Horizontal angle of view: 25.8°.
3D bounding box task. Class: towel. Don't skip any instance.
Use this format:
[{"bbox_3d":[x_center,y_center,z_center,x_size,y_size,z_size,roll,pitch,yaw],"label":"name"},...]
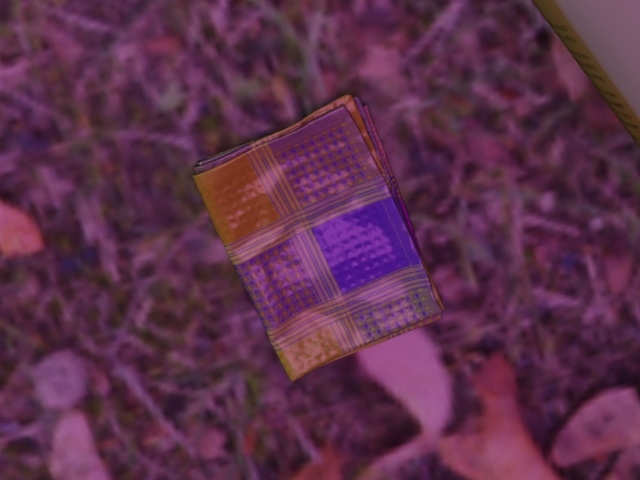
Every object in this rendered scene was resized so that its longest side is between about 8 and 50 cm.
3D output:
[{"bbox_3d":[0.000,0.000,0.450,0.060,0.009,0.083,-22,107,2],"label":"towel"}]

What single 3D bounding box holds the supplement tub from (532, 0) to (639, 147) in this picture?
[{"bbox_3d":[0.126,-0.088,0.361,0.144,0.144,0.199,-37,106,8],"label":"supplement tub"}]
